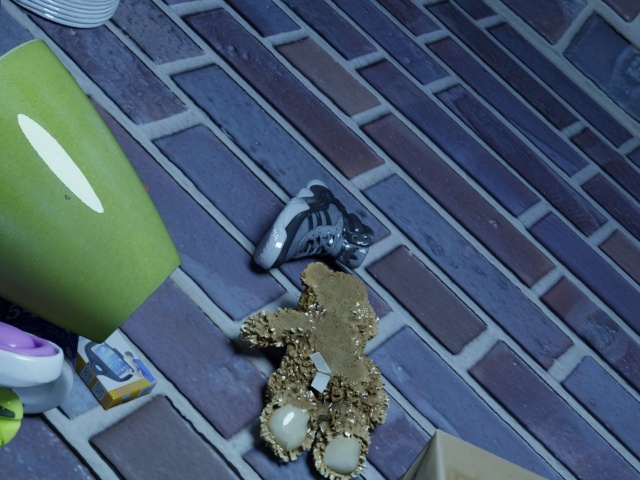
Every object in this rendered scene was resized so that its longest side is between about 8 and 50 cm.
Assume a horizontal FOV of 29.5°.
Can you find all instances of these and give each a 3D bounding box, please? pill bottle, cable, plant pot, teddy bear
[{"bbox_3d":[-0.351,0.109,1.485,0.112,0.112,0.187,22,35,-22],"label":"pill bottle"},{"bbox_3d":[-0.469,-0.488,2.153,0.257,0.089,0.257,33,32,-6],"label":"cable"},{"bbox_3d":[-0.309,-0.031,1.397,0.293,0.275,0.275,44,32,-5],"label":"plant pot"},{"bbox_3d":[-0.004,0.193,1.740,0.245,0.113,0.338,10,48,-25],"label":"teddy bear"}]

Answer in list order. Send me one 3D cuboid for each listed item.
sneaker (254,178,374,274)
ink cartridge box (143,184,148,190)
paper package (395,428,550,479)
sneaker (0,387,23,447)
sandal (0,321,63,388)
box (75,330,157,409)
[{"bbox_3d":[0.000,0.000,1.969,0.153,0.101,0.268,35,29,2],"label":"sneaker"},{"bbox_3d":[-0.384,-0.085,1.744,0.261,0.066,0.296,29,33,-11],"label":"ink cartridge box"},{"bbox_3d":[0.247,0.450,1.576,0.324,0.168,0.309,25,33,-18],"label":"paper package"},{"bbox_3d":[-0.476,0.161,1.331,0.295,0.109,0.123,20,4,-15],"label":"sneaker"},{"bbox_3d":[-0.463,0.050,1.351,0.416,0.102,0.169,20,5,10],"label":"sandal"},{"bbox_3d":[-0.283,0.151,1.575,0.136,0.028,0.081,50,35,17],"label":"box"}]
